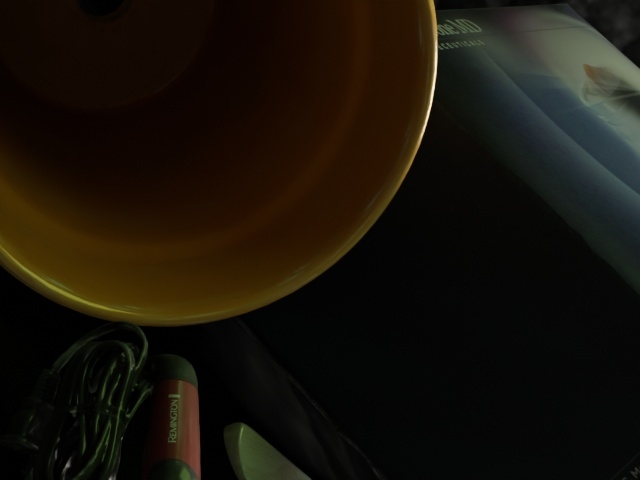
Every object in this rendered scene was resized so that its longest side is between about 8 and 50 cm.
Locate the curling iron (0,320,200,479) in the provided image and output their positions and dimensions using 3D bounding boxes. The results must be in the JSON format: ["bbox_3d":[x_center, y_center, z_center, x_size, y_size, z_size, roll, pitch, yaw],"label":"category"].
[{"bbox_3d":[-0.057,0.134,0.381,0.035,0.068,0.274,51,17,-43],"label":"curling iron"}]

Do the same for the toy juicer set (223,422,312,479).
[{"bbox_3d":[0.082,0.233,0.651,0.329,0.089,0.209,63,11,23],"label":"toy juicer set"}]

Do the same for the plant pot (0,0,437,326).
[{"bbox_3d":[-0.081,-0.093,0.585,0.205,0.205,0.188,53,-5,-31],"label":"plant pot"}]

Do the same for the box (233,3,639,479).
[{"bbox_3d":[0.136,0.025,0.737,0.294,0.183,0.296,45,29,16],"label":"box"}]
